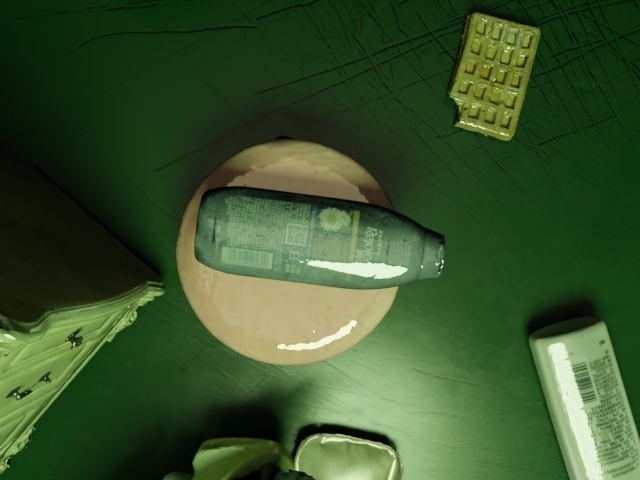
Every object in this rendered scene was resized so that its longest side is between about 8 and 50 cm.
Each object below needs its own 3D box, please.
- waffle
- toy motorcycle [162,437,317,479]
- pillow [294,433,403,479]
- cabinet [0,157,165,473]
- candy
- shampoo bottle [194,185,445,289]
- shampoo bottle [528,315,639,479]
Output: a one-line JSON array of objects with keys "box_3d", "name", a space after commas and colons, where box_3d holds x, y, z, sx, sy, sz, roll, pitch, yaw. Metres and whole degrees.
[{"box_3d": [0.199, -0.192, 0.616, 0.092, 0.021, 0.134, 16, 90, -2], "name": "waffle"}, {"box_3d": [-0.152, 0.351, 0.522, 0.410, 0.237, 0.168, -42, 105, 3], "name": "toy motorcycle"}, {"box_3d": [0.012, 0.342, 0.617, 0.131, 0.038, 0.232, 14, 90, 3], "name": "pillow"}, {"box_3d": [-0.368, 0.104, 0.489, 0.227, 0.290, 0.318, 40, 93, 1], "name": "cabinet"}, {"box_3d": [-0.032, 0.005, 0.582, 0.256, 0.094, 0.255, 0, 91, 1], "name": "candy"}, {"box_3d": [0.000, 0.000, 0.508, 0.234, 0.049, 0.087, 7, 90, 0], "name": "shampoo bottle"}, {"box_3d": [0.313, 0.207, 0.605, 0.086, 0.056, 0.227, -18, 91, -1], "name": "shampoo bottle"}]
